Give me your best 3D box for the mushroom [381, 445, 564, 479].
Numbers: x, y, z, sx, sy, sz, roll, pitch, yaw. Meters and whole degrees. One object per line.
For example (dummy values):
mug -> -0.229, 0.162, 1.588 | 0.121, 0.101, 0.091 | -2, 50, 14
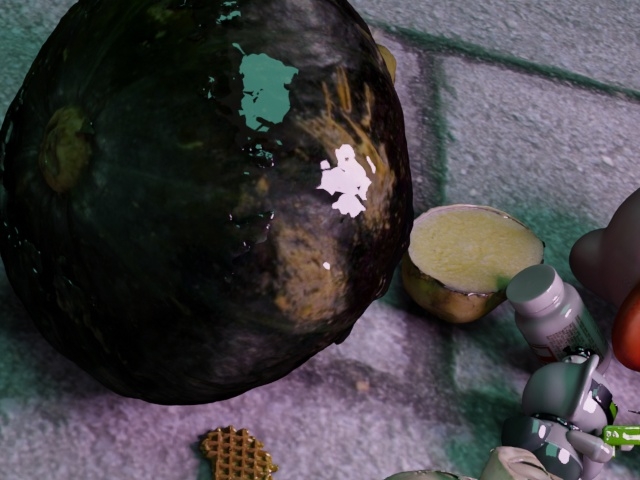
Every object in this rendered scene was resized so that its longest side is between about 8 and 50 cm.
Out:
mushroom -> 0.150, 0.288, 1.149 | 0.246, 0.202, 0.246 | 25, 4, -2

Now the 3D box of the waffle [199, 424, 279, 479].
waffle -> -0.086, 0.222, 1.273 | 0.078, 0.016, 0.085 | -11, 53, -35

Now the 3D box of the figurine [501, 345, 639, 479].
figurine -> 0.259, 0.196, 1.349 | 0.126, 0.147, 0.192 | 32, 61, -13

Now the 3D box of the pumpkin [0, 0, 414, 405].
pumpkin -> -0.121, -0.062, 1.227 | 0.454, 0.454, 0.344 | 49, 23, 26

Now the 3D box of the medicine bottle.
medicine bottle -> 0.269, 0.097, 1.436 | 0.140, 0.079, 0.079 | 54, 35, -29

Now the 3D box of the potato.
potato -> 0.178, 0.036, 1.511 | 0.164, 0.081, 0.200 | 33, 41, 24

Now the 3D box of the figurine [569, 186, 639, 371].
figurine -> 0.446, 0.032, 1.464 | 0.269, 0.211, 0.261 | 20, 22, -23

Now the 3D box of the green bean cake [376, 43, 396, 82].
green bean cake -> -0.030, -0.132, 1.454 | 0.232, 0.236, 0.124 | 19, 30, 24
